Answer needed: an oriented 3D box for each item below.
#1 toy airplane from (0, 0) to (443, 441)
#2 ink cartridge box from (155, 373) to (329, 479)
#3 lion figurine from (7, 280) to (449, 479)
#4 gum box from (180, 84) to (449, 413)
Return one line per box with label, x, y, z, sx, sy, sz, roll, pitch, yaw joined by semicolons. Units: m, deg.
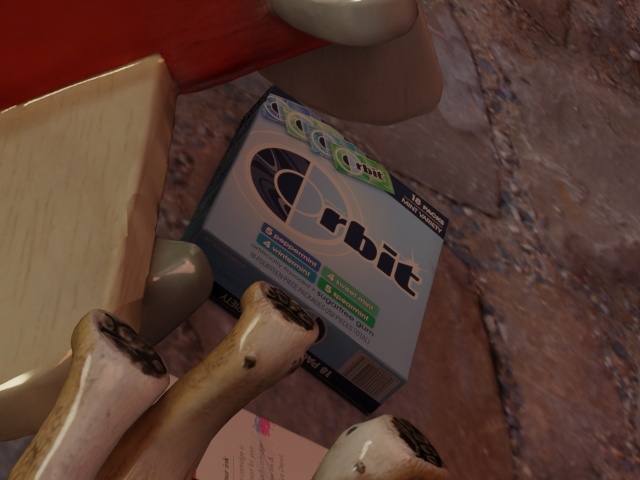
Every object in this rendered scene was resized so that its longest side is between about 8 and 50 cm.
toy airplane;-0.130;-0.069;0.784;0.384;0.272;0.386;25;38;31
ink cartridge box;-0.052;0.144;0.818;0.198;0.067;0.115;29;36;-26
lion figurine;-0.083;0.142;0.543;0.142;0.240;0.392;44;11;15
gum box;0.000;0.000;1.056;0.157;0.041;0.184;37;33;-11
